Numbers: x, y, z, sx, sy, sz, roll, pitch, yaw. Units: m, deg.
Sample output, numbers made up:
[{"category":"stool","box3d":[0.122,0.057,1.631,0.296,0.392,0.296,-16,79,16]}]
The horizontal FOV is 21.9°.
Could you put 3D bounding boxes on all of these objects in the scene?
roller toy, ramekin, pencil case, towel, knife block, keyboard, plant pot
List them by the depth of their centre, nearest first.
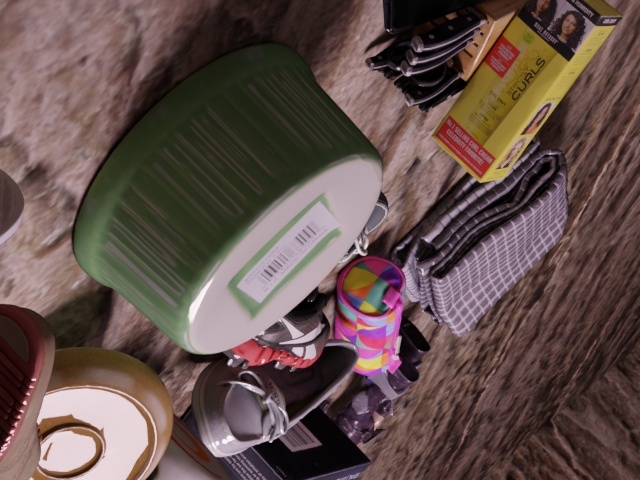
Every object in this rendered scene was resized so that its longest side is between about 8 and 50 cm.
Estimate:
[{"category":"ramekin","box3d":[-0.079,-0.030,1.622,0.303,0.148,0.303,-40,161,-17]},{"category":"keyboard","box3d":[0.134,-0.286,1.703,0.192,0.038,0.100,-23,130,-31]},{"category":"plant pot","box3d":[-0.264,0.212,1.718,0.236,0.032,0.236,-11,128,-14]},{"category":"knife block","box3d":[0.177,-0.257,1.796,0.275,0.088,0.242,-47,162,5]},{"category":"roller toy","box3d":[-0.208,0.279,1.913,0.146,0.209,0.191,-45,-158,1]},{"category":"pencil case","box3d":[0.072,0.109,2.317,0.104,0.104,0.236,-41,160,-15]},{"category":"towel","box3d":[0.244,-0.005,2.413,0.284,0.121,0.235,-43,160,-8]}]

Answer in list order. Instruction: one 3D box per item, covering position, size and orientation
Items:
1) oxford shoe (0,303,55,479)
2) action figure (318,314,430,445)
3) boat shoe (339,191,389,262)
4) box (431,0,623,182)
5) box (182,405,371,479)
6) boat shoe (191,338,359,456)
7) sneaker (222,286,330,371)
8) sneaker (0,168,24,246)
[{"category":"oxford shoe","box3d":[-0.320,0.174,1.574,0.130,0.123,0.348,-21,154,-49]},{"category":"action figure","box3d":[0.074,0.253,2.634,0.185,0.099,0.285,-34,163,-50]},{"category":"boat shoe","box3d":[0.000,0.000,1.932,0.116,0.099,0.319,-55,159,25]},{"category":"box","box3d":[0.221,-0.177,1.787,0.058,0.087,0.232,-12,144,-55]},{"category":"box","box3d":[-0.126,0.367,2.301,0.294,0.183,0.296,-50,161,16]},{"category":"boat shoe","box3d":[-0.059,0.190,2.128,0.103,0.118,0.320,-20,179,29]},{"category":"sneaker","box3d":[-0.038,0.088,2.035,0.135,0.097,0.276,-48,160,13]},{"category":"sneaker","box3d":[-0.362,0.035,1.252,0.282,0.102,0.161,-23,156,-28]}]
